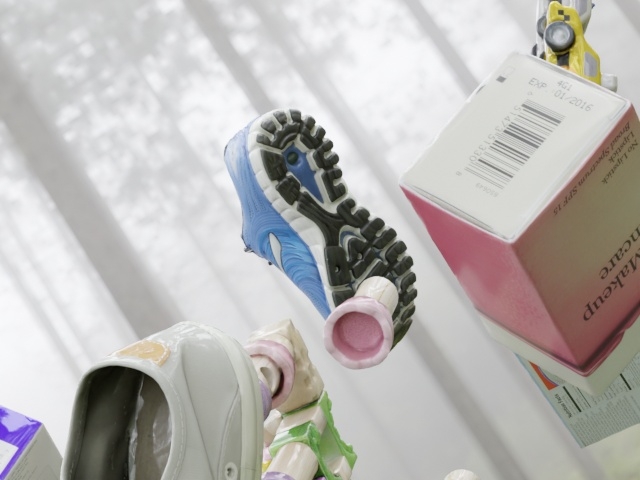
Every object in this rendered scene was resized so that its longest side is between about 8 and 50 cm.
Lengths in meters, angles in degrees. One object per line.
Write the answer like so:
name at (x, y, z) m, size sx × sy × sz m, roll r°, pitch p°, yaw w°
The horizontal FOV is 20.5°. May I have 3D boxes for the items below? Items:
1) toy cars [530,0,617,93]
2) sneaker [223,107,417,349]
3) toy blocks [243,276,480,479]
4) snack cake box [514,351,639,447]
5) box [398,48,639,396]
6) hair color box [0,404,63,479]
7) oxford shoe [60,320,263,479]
toy cars at (0.300, -0.232, 2.105) m, size 0.087 × 0.393 × 0.176 m, roll 3°, pitch -55°, yaw 3°
sneaker at (-0.005, -0.003, 2.085) m, size 0.130 × 0.330 × 0.147 m, roll -36°, pitch 15°, yaw -29°
toy blocks at (-0.032, 0.233, 1.672) m, size 0.309 × 0.288 × 0.260 m, roll -21°, pitch 12°, yaw 17°
snack cake box at (0.268, 0.078, 1.767) m, size 0.152 × 0.089 × 0.264 m, roll -25°, pitch -49°, yaw 14°
box at (0.186, -0.010, 1.391) m, size 0.148 × 0.127 × 0.232 m, roll -49°, pitch -41°, yaw -12°
hair color box at (-0.360, 0.352, 2.050) m, size 0.185 × 0.110 × 0.338 m, roll -57°, pitch -30°, yaw -29°
oxford shoe at (-0.119, 0.279, 1.281) m, size 0.169 × 0.449 × 0.130 m, roll -11°, pitch -14°, yaw 39°
